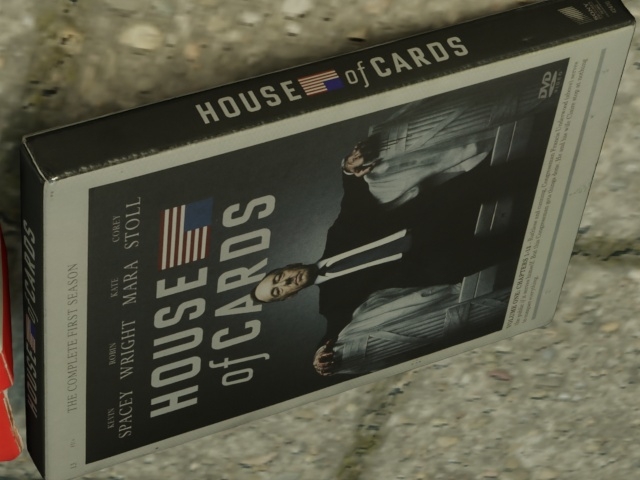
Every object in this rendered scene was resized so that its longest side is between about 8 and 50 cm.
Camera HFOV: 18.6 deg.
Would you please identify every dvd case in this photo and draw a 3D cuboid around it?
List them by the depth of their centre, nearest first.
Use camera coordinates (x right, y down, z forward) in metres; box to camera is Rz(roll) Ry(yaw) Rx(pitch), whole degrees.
[{"bbox_3d":[0.000,0.000,0.761,0.239,0.029,0.179,-17,142,-21],"label":"dvd case"}]

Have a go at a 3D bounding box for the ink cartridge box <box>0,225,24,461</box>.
[{"bbox_3d":[-0.194,-0.003,0.734,0.134,0.078,0.231,-7,138,-3],"label":"ink cartridge box"}]
